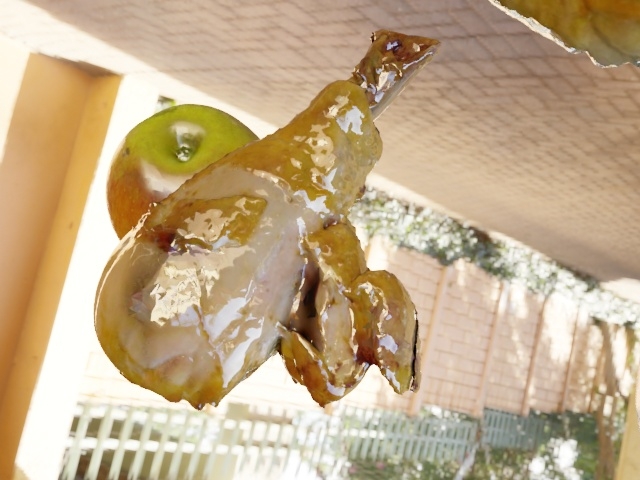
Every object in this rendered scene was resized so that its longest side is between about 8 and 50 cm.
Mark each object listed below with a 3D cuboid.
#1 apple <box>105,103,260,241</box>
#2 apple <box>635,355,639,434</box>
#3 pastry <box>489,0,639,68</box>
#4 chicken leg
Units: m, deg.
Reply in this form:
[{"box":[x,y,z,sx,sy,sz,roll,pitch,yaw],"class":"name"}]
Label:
[{"box":[-0.137,-0.055,0.883,0.196,0.196,0.196,12,172,2],"class":"apple"},{"box":[0.412,0.129,0.637,0.319,0.319,0.277,9,163,23],"class":"apple"},{"box":[0.162,-0.235,0.390,0.329,0.136,0.330,33,154,19],"class":"pastry"},{"box":[0.000,0.000,0.717,0.295,0.409,0.182,37,177,15],"class":"chicken leg"}]
